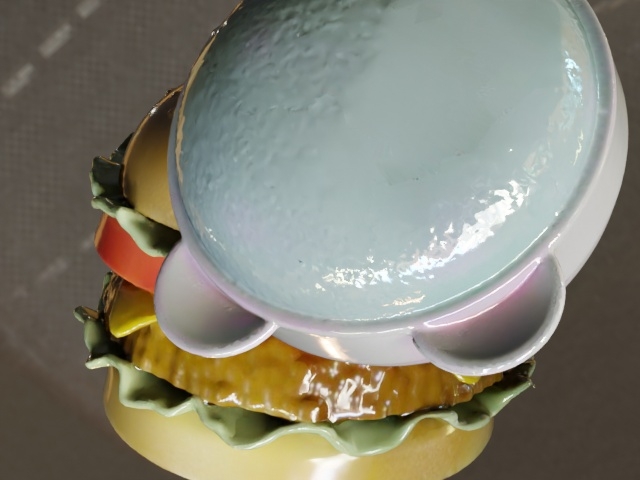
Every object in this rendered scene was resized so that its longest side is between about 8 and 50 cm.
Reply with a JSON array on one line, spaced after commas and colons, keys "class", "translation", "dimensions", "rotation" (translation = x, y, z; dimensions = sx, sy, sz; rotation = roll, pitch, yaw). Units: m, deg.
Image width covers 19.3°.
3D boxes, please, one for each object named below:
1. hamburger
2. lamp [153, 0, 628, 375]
[{"class": "hamburger", "translation": [0.000, 0.000, 1.071], "dimensions": [0.274, 0.212, 0.274], "rotation": [6, -157, -2]}, {"class": "lamp", "translation": [0.031, -0.064, 0.730], "dimensions": [0.179, 0.108, 0.246], "rotation": [4, -119, 19]}]
